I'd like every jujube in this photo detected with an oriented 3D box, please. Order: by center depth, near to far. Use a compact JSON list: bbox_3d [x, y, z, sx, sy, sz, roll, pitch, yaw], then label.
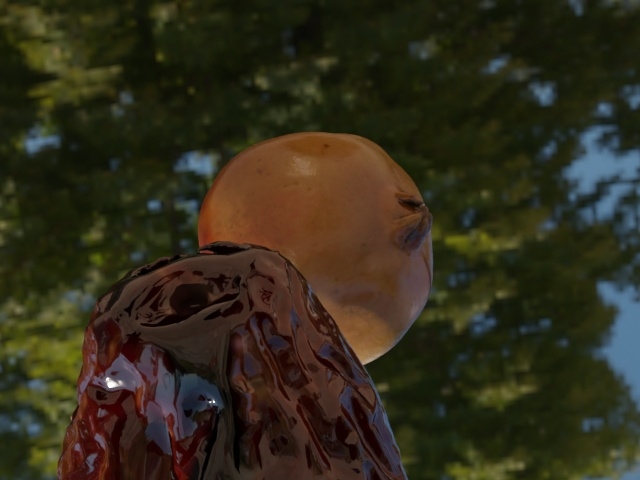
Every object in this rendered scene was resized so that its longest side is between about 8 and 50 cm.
[{"bbox_3d":[-0.039,0.116,0.735,0.168,0.236,0.168,-7,-155,3],"label":"jujube"}]

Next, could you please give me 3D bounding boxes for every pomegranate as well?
[{"bbox_3d":[-0.005,0.003,1.468,0.209,0.209,0.209,-7,-162,2],"label":"pomegranate"}]
